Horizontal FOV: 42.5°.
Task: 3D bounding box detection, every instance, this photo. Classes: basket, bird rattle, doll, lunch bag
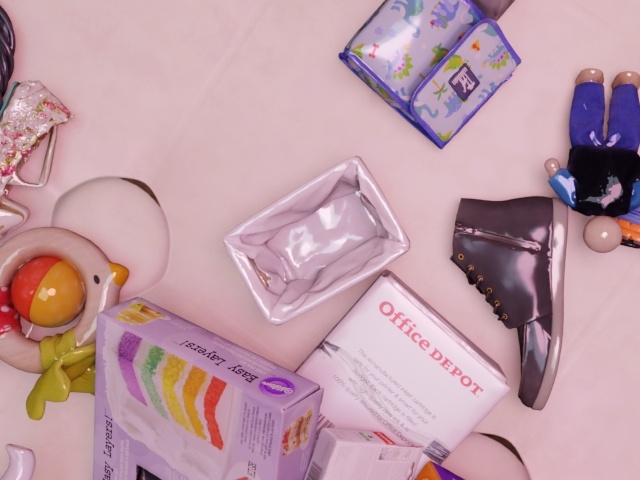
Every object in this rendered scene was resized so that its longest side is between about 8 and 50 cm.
[{"bbox_3d":[0.000,0.000,0.872,0.167,0.103,0.113,-30,89,7],"label":"basket"},{"bbox_3d":[-0.323,0.085,0.931,0.253,0.143,0.207,24,83,19],"label":"bird rattle"},{"bbox_3d":[0.292,-0.079,0.830,0.129,0.046,0.189,7,74,9],"label":"doll"},{"bbox_3d":[0.116,-0.190,0.858,0.151,0.096,0.129,42,94,-11],"label":"lunch bag"}]

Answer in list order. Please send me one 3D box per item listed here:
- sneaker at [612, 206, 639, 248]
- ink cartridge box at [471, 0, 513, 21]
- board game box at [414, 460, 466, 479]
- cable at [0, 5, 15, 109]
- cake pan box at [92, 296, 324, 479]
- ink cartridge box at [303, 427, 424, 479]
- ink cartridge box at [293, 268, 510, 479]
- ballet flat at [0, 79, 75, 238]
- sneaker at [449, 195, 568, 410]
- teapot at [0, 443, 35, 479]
[{"bbox_3d":[0.408,-0.020,0.833,0.221,0.083,0.087,11,91,5],"label":"sneaker"},{"bbox_3d":[0.196,-0.465,0.793,0.285,0.166,0.395,41,96,3],"label":"ink cartridge box"},{"bbox_3d":[0.180,0.488,0.702,0.356,0.356,0.356,32,96,-14],"label":"board game box"},{"bbox_3d":[-0.421,-0.223,0.948,0.184,0.047,0.150,44,92,6],"label":"cable"},{"bbox_3d":[-0.128,0.220,0.840,0.245,0.070,0.267,24,117,30],"label":"cake pan box"},{"bbox_3d":[0.043,0.218,0.797,0.115,0.029,0.063,13,99,-37],"label":"ink cartridge box"},{"bbox_3d":[0.057,0.173,0.874,0.172,0.100,0.237,41,98,4],"label":"ink cartridge box"},{"bbox_3d":[-0.354,-0.064,0.926,0.077,0.091,0.241,26,99,-14],"label":"ballet flat"},{"bbox_3d":[0.194,0.063,0.869,0.118,0.083,0.222,3,84,12],"label":"sneaker"},{"bbox_3d":[-0.290,0.392,0.888,0.252,0.256,0.187,39,58,25],"label":"teapot"}]
